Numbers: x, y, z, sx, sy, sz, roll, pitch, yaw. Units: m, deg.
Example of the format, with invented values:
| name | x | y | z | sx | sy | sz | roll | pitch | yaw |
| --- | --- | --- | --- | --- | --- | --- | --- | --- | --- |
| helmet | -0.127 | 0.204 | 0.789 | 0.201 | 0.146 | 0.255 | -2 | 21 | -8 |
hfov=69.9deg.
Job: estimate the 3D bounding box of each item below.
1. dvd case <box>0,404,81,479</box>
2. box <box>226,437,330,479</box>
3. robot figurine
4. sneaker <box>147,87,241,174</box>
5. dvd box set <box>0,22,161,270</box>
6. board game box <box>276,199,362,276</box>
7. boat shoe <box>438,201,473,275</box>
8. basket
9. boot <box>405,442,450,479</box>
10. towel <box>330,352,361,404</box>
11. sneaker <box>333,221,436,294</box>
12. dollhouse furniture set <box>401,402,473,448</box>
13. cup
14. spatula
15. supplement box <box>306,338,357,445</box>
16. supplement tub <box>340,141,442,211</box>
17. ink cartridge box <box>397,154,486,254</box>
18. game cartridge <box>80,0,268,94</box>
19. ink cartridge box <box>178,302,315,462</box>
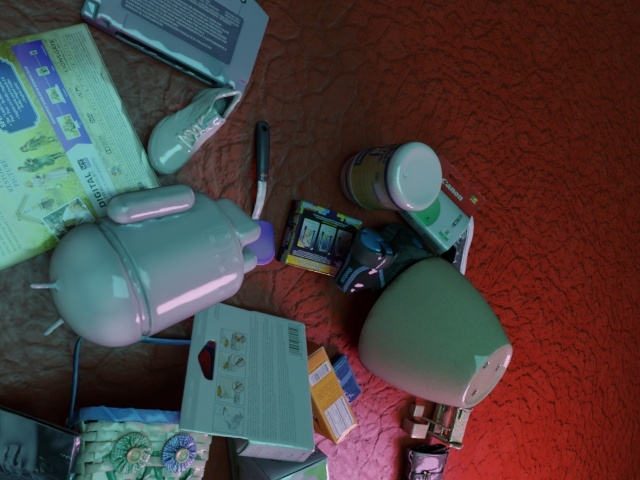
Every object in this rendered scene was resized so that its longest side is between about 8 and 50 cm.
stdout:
| name | x | y | z | sx | sy | sz | roll | pitch | yaw |
| --- | --- | --- | --- | --- | --- | --- | --- | --- | --- |
| dvd case | -0.458 | 0.340 | 0.681 | 0.018 | 0.221 | 0.165 | 10 | 90 | -71 |
| box | -0.086 | 0.514 | 0.907 | 0.126 | 0.231 | 0.262 | -9 | 99 | -31 |
| robot figurine | -0.269 | 0.040 | 0.746 | 0.353 | 0.200 | 0.300 | -25 | 138 | -37 |
| sneaker | -0.218 | -0.204 | 0.809 | 0.080 | 0.094 | 0.212 | 53 | 56 | -38 |
| dvd box set | -0.492 | -0.117 | 0.686 | 0.420 | 0.062 | 0.308 | -30 | 110 | -27 |
| board game box | 0.000 | 0.000 | 1.021 | 0.170 | 0.048 | 0.141 | 18 | 87 | -33 |
| boat shoe | 0.350 | 0.006 | 1.233 | 0.076 | 0.080 | 0.228 | -1 | 103 | -34 |
| basket | -0.298 | 0.305 | 0.785 | 0.254 | 0.201 | 0.289 | 15 | 53 | -34 |
| boot | 0.319 | 0.681 | 1.266 | 0.263 | 0.091 | 0.229 | 18 | 85 | -30 |
| towel | 0.055 | 0.335 | 1.092 | 0.067 | 0.029 | 0.119 | -37 | 114 | -38 |
| sneaker | 0.152 | 0.042 | 1.074 | 0.341 | 0.125 | 0.140 | 0 | 130 | -52 |
| dollhouse furniture set | 0.329 | 0.451 | 1.242 | 0.161 | 0.101 | 0.182 | 19 | 84 | -32 |
| cup | 0.286 | 0.238 | 1.049 | 0.331 | 0.237 | 0.331 | -23 | 130 | -30 |
| spatula | -0.124 | -0.098 | 0.942 | 0.084 | 0.030 | 0.296 | 3 | 93 | -34 |
| supplement box | 0.000 | 0.344 | 1.037 | 0.080 | 0.078 | 0.233 | -31 | 111 | -30 |
| supplement tub | 0.150 | -0.138 | 1.012 | 0.144 | 0.199 | 0.144 | -4 | 97 | -33 |
| ink cartridge box | 0.314 | -0.104 | 1.167 | 0.181 | 0.056 | 0.224 | 46 | 71 | 1 |
| game cartridge | -0.244 | -0.412 | 0.822 | 0.294 | 0.060 | 0.196 | 20 | 87 | -33 |
| ink cartridge box | -0.135 | 0.251 | 0.849 | 0.239 | 0.275 | 0.060 | 18 | 128 | -22 |
